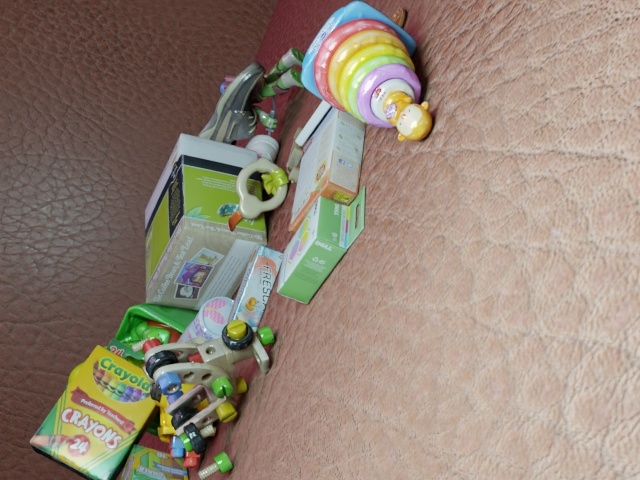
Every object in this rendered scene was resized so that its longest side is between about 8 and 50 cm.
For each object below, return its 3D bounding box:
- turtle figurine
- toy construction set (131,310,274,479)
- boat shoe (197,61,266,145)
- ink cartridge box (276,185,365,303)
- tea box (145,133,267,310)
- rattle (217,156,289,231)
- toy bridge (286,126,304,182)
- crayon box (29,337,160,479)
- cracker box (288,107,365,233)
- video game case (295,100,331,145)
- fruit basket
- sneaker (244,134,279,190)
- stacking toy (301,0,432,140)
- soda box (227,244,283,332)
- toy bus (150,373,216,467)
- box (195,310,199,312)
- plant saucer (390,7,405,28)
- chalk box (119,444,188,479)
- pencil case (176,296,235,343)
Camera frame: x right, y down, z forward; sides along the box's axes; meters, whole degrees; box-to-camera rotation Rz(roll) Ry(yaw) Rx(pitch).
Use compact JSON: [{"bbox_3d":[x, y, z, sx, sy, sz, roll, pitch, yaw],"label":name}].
[{"bbox_3d":[-0.129,-0.416,2.303,0.266,0.275,0.198,-29,11,34],"label":"turtle figurine"},{"bbox_3d":[-0.210,0.241,1.523,0.237,0.258,0.309,-27,26,-17],"label":"toy construction set"},{"bbox_3d":[-0.235,-0.342,2.208,0.355,0.130,0.132,-52,8,34],"label":"boat shoe"},{"bbox_3d":[0.000,0.000,1.344,0.209,0.062,0.109,-55,19,39],"label":"ink cartridge box"},{"bbox_3d":[-0.309,-0.037,2.043,0.329,0.219,0.324,-53,35,43],"label":"tea box"},{"bbox_3d":[-0.175,-0.101,1.921,0.200,0.130,0.142,-55,24,-11],"label":"rattle"},{"bbox_3d":[-0.062,-0.197,1.904,0.188,0.026,0.063,-86,21,-48],"label":"toy bridge"},{"bbox_3d":[-0.495,0.389,1.837,0.319,0.202,0.081,-61,-5,-29],"label":"crayon box"},{"bbox_3d":[0.016,-0.132,1.467,0.156,0.067,0.232,-50,24,45],"label":"cracker box"},{"bbox_3d":[0.037,-0.290,1.583,0.173,0.022,0.190,-50,1,-38],"label":"video game case"},{"bbox_3d":[-0.476,0.354,2.061,0.392,0.282,0.392,-61,2,3],"label":"fruit basket"},{"bbox_3d":[-0.222,-0.159,2.232,0.305,0.114,0.152,-55,19,39],"label":"sneaker"},{"bbox_3d":[0.097,-0.235,1.234,0.175,0.165,0.302,-52,34,19],"label":"stacking toy"},{"bbox_3d":[-0.140,0.103,1.693,0.183,0.058,0.063,-71,15,-7],"label":"soda box"},{"bbox_3d":[-0.296,0.387,1.720,0.220,0.149,0.212,142,131,-66],"label":"toy bus"},{"bbox_3d":[-0.424,0.182,2.352,0.231,0.126,0.262,-54,13,11],"label":"box"},{"bbox_3d":[0.142,-0.408,1.517,0.084,0.013,0.084,-60,16,30],"label":"plant saucer"},{"bbox_3d":[-0.368,0.557,1.705,0.132,0.132,0.213,-67,16,3],"label":"chalk box"},{"bbox_3d":[-0.266,0.238,1.841,0.124,0.114,0.273,-24,-18,-38],"label":"pencil case"}]
